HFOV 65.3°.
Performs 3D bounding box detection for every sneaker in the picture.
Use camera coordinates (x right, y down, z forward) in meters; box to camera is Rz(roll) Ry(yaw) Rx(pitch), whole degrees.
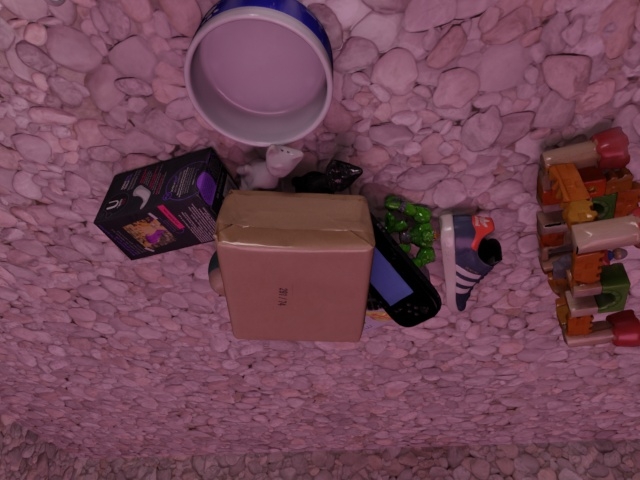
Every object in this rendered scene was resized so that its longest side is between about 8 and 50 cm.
[{"bbox_3d":[0.394,0.070,1.298,0.148,0.131,0.350,-5,139,14],"label":"sneaker"},{"bbox_3d":[0.137,0.172,1.282,0.208,0.081,0.094,11,139,-9],"label":"sneaker"}]

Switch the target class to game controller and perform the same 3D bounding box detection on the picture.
[{"bbox_3d":[0.140,0.063,1.165,0.319,0.067,0.166,50,135,4],"label":"game controller"}]

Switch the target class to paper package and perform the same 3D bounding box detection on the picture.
[{"bbox_3d":[-0.049,0.063,1.078,0.309,0.168,0.325,2,135,1],"label":"paper package"}]

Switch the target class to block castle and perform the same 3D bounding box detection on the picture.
[{"bbox_3d":[0.619,0.011,1.087,0.213,0.303,0.453,-11,138,15],"label":"block castle"}]

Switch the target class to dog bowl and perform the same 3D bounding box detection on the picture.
[{"bbox_3d":[-0.108,-0.306,0.914,0.265,0.104,0.265,1,139,1],"label":"dog bowl"}]

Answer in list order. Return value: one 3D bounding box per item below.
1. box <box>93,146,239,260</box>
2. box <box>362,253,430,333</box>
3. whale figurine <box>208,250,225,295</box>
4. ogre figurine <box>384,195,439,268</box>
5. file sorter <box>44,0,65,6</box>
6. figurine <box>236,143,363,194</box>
[{"bbox_3d":[-0.343,-0.080,1.141,0.270,0.165,0.143,-12,137,17],"label":"box"},{"bbox_3d":[0.134,0.122,1.381,0.262,0.127,0.231,-31,127,31],"label":"box"},{"bbox_3d":[-0.186,0.078,1.368,0.216,0.141,0.272,-20,159,24],"label":"whale figurine"},{"bbox_3d":[0.220,-0.011,1.217,0.118,0.197,0.097,-8,166,-14],"label":"ogre figurine"},{"bbox_3d":[-0.287,-0.472,0.671,0.277,0.193,0.173,-13,139,17],"label":"file sorter"},{"bbox_3d":[-0.049,-0.136,1.042,0.215,0.092,0.209,11,164,-25],"label":"figurine"}]
